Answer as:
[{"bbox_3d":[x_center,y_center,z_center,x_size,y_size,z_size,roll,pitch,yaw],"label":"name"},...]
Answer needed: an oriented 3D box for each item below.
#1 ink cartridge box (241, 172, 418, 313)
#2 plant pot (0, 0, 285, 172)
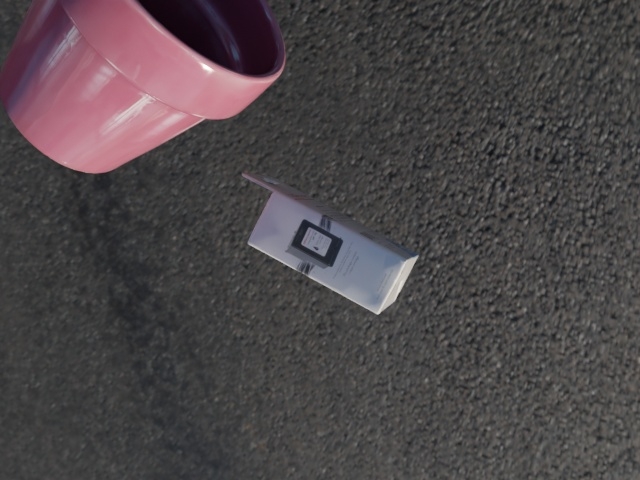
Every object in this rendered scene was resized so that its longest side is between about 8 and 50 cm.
[{"bbox_3d":[0.000,0.000,0.840,0.180,0.104,0.060,28,98,11],"label":"ink cartridge box"},{"bbox_3d":[-0.160,-0.157,0.699,0.180,0.201,0.201,-37,100,28],"label":"plant pot"}]
